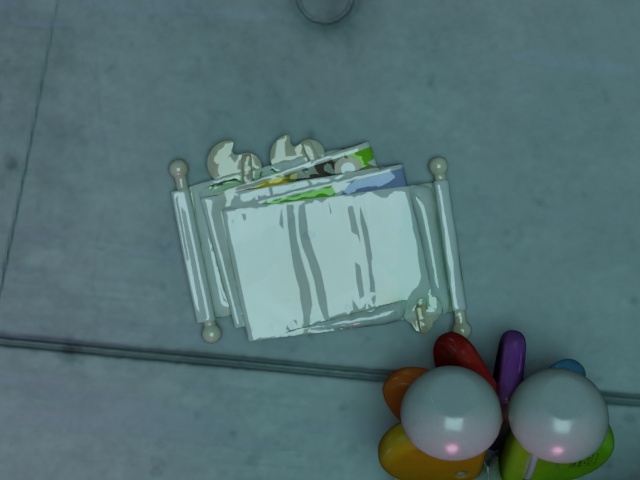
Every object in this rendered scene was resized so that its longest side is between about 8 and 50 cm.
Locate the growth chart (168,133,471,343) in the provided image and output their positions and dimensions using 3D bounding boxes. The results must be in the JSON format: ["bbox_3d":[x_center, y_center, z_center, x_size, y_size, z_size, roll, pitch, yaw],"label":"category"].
[{"bbox_3d":[0.000,0.000,1.301,0.237,0.021,0.172,-3,90,-2],"label":"growth chart"}]

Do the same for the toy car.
[{"bbox_3d":[0.135,0.133,1.262,0.182,0.159,0.136,1,54,-2],"label":"toy car"}]
